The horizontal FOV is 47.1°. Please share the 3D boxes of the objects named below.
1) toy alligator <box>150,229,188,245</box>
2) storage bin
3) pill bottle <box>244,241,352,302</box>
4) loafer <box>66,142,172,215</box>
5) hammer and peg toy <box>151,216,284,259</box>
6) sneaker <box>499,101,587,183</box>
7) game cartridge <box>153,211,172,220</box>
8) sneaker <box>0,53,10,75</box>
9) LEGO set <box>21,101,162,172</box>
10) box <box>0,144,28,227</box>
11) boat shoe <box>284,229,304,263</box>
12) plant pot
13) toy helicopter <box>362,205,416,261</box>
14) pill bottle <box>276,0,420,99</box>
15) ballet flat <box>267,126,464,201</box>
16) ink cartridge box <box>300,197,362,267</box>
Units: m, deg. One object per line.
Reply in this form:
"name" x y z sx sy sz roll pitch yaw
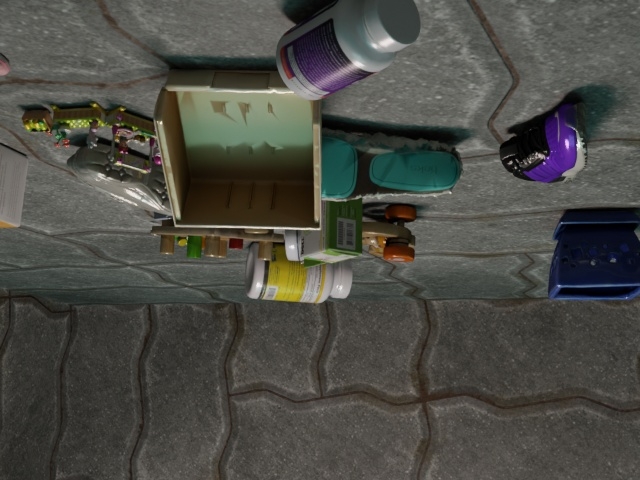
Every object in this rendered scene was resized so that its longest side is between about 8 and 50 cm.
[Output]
"toy alligator" -0.429 -0.021 2.238 0.190 0.056 0.051 19 117 -48
"storage bin" -0.127 -0.153 1.256 0.262 0.123 0.260 2 137 2
"pill bottle" -0.072 0.111 2.443 0.334 0.188 0.188 6 166 -17
"loafer" -0.415 -0.132 1.646 0.111 0.112 0.319 -2 160 38
"hammer and peg toy" -0.223 -0.013 1.888 0.361 0.127 0.266 2 177 41
"sneaker" 0.410 -0.168 1.371 0.146 0.102 0.293 0 167 10
"game cartridge" -0.393 -0.092 1.846 0.056 0.083 0.017 -3 161 25
"sneaker" -0.539 -0.269 1.137 0.051 0.070 0.134 -4 167 16
"LEGO set" -0.416 -0.186 1.390 0.287 0.107 0.132 7 166 -22
"box" -0.809 -0.141 1.505 0.215 0.168 0.345 -3 166 20
"boat shoe" 0.000 0.009 2.116 0.156 0.136 0.367 0 170 10
"plant pot" 0.740 0.041 1.982 0.236 0.212 0.236 -1 167 12
"toy helicopter" 0.151 0.002 2.074 0.235 0.140 0.355 2 170 8
"pill bottle" 0.037 -0.266 0.984 0.108 0.108 0.193 12 164 -38
"ballet flat" 0.077 -0.150 1.460 0.409 0.147 0.147 5 167 -10
"ink cartridge box" -0.008 -0.040 1.783 0.097 0.188 0.255 9 165 -32
